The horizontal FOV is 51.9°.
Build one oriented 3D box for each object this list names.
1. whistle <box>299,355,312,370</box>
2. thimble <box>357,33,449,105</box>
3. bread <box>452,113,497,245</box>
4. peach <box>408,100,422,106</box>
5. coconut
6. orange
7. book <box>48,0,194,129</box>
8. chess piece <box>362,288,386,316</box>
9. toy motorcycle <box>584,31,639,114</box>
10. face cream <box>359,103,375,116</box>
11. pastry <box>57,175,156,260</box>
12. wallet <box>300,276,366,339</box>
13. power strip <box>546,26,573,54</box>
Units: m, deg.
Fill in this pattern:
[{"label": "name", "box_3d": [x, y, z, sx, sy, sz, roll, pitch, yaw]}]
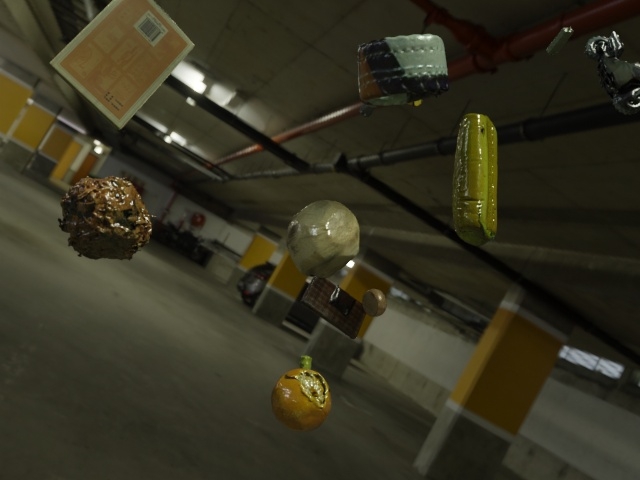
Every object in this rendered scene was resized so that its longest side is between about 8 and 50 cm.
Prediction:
[{"label": "whistle", "box_3d": [-0.056, 0.455, 2.024, 0.057, 0.198, 0.104, 18, -19, -18]}, {"label": "thimble", "box_3d": [0.205, -0.420, 1.641, 0.237, 0.150, 0.237, -5, 5, 0]}, {"label": "bread", "box_3d": [0.435, -0.176, 1.875, 0.112, 0.384, 0.166, -4, -17, 32]}, {"label": "peach", "box_3d": [0.277, -0.451, 1.996, 0.050, 0.077, 0.083, 26, -2, 36]}, {"label": "coconut", "box_3d": [0.000, 0.000, 1.793, 0.224, 0.224, 0.224, 29, -5, 3]}, {"label": "orange", "box_3d": [-0.042, 0.385, 1.592, 0.154, 0.155, 0.134, 33, -41, -32]}, {"label": "book", "box_3d": [-0.373, -0.356, 1.262, 0.170, 0.242, 0.018, 46, -23, -26]}, {"label": "chess piece", "box_3d": [0.161, 0.186, 1.962, 0.038, 0.084, 0.083, -5, 16, -33]}, {"label": "toy motorcycle", "box_3d": [0.879, -0.490, 1.895, 0.106, 0.159, 0.270, 71, 2, -69]}, {"label": "face cream", "box_3d": [0.232, -0.583, 2.548, 0.071, 0.144, 0.291, 69, -26, 18]}, {"label": "pastry", "box_3d": [-0.606, -0.047, 1.846, 0.275, 0.275, 0.193, 33, 26, -32]}, {"label": "wallet", "box_3d": [0.048, 0.210, 2.114, 0.230, 0.124, 0.042, 36, -24, -20]}, {"label": "power strip", "box_3d": [0.567, -0.473, 1.554, 0.027, 0.017, 0.083, -5, -29, -23]}]
